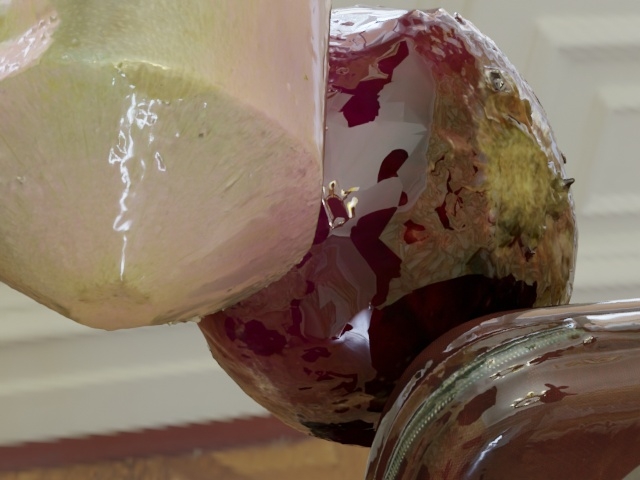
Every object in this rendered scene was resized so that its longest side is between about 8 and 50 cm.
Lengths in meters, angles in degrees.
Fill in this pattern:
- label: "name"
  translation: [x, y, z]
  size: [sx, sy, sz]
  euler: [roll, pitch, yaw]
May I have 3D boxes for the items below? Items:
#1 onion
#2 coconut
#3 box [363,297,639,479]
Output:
- label: "onion"
  translation: [0.000, 0.000, 1.361]
  size: [0.385, 0.347, 0.348]
  euler: [-15, 22, 39]
- label: "coconut"
  translation: [-0.105, -0.066, 0.958]
  size: [0.233, 0.233, 0.245]
  euler: [9, 54, -3]
- label: "box"
  translation: [0.221, 0.153, 1.244]
  size: [0.404, 0.263, 0.108]
  euler: [-5, 38, -24]
